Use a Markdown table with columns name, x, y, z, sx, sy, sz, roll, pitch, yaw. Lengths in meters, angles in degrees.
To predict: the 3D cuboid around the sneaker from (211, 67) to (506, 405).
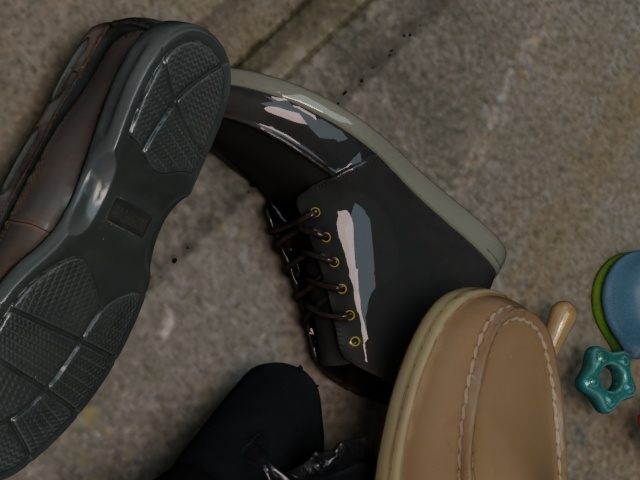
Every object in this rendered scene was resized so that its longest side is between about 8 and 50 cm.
| name | x | y | z | sx | sy | sz | roll | pitch | yaw |
| --- | --- | --- | --- | --- | --- | --- | --- | --- | --- |
| sneaker | 0.000 | 0.000 | 1.042 | 0.222 | 0.083 | 0.118 | 34 | 69 | -18 |

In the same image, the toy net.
| name | x | y | z | sx | sy | sz | roll | pitch | yaw |
| --- | --- | --- | --- | --- | --- | --- | --- | --- | --- |
| toy net | 0.159 | 0.094 | 1.137 | 0.232 | 0.045 | 0.122 | -25 | 95 | -29 |

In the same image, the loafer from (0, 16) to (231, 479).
| name | x | y | z | sx | sy | sz | roll | pitch | yaw |
| --- | --- | --- | --- | --- | --- | --- | --- | --- | --- |
| loafer | -0.140 | 0.000 | 0.977 | 0.096 | 0.084 | 0.267 | 42 | 71 | -48 |

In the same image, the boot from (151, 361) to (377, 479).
| name | x | y | z | sx | sy | sz | roll | pitch | yaw |
| --- | --- | --- | --- | --- | --- | --- | --- | --- | --- |
| boot | -0.017 | 0.204 | 0.951 | 0.207 | 0.094 | 0.246 | -34 | 101 | -57 |

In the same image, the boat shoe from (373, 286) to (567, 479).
| name | x | y | z | sx | sy | sz | roll | pitch | yaw |
| --- | --- | --- | --- | --- | --- | --- | --- | --- | --- |
| boat shoe | 0.105 | 0.192 | 0.957 | 0.122 | 0.110 | 0.341 | 9 | 78 | -43 |
